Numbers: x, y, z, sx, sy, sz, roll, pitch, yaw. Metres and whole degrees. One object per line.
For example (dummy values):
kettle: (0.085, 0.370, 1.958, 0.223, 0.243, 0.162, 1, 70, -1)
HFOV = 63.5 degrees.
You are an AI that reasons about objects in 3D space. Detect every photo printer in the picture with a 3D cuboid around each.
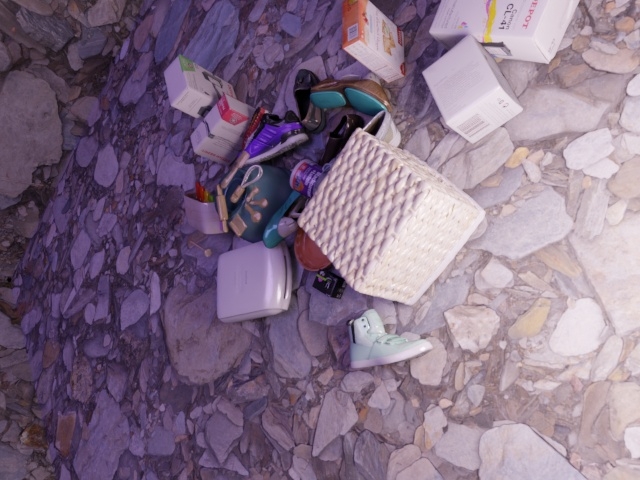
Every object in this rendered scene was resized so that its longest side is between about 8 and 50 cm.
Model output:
photo printer: (-0.220, 0.136, 1.742, 0.307, 0.107, 0.256, -16, 68, 39)

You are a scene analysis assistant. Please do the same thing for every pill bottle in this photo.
pill bottle: (0.009, -0.165, 1.595, 0.193, 0.108, 0.108, 31, 101, 24)

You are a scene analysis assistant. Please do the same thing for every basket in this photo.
basket: (0.166, -0.057, 1.337, 0.331, 0.266, 0.328, -56, 50, 18)

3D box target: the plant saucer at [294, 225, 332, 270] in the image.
plant saucer: (0.000, 0.000, 1.627, 0.200, 0.037, 0.200, -13, 69, 39)

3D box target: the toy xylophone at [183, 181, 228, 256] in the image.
toy xylophone: (-0.446, -0.081, 1.975, 0.322, 0.081, 0.236, 33, 128, 52)

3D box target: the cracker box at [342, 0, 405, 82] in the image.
cracker box: (0.158, -0.584, 1.505, 0.067, 0.232, 0.156, -12, 71, 39)

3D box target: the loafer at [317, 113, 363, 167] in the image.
loafer: (0.046, -0.310, 1.639, 0.080, 0.078, 0.220, 40, 106, 41)

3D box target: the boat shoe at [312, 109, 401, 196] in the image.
boat shoe: (0.094, -0.237, 1.477, 0.320, 0.103, 0.118, -41, 41, -7)

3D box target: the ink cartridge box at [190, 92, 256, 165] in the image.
ink cartridge box: (-0.357, -0.416, 1.971, 0.237, 0.172, 0.100, -41, 53, 27)

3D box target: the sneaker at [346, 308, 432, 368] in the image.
sneaker: (0.168, 0.249, 1.361, 0.256, 0.094, 0.151, -21, 71, 40)

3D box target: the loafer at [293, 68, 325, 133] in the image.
loafer: (-0.048, -0.493, 1.770, 0.096, 0.084, 0.267, -31, 60, 33)

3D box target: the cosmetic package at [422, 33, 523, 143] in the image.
cosmetic package: (0.380, -0.377, 1.302, 0.151, 0.151, 0.184, -33, 59, 31)

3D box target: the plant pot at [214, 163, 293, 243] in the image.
plant pot: (-0.236, -0.137, 1.771, 0.293, 0.196, 0.293, -14, 69, 40)

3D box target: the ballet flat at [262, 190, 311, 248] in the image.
ballet flat: (-0.095, -0.078, 1.655, 0.087, 0.083, 0.247, 9, 58, 43)

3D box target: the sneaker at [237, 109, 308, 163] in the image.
sneaker: (-0.182, -0.369, 1.817, 0.293, 0.102, 0.146, -18, 95, 30)

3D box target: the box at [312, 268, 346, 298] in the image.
box: (0.028, 0.130, 1.556, 0.083, 0.052, 0.062, 26, 96, 42)

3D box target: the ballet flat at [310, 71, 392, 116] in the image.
ballet flat: (0.110, -0.468, 1.618, 0.342, 0.116, 0.124, 20, 67, 48)

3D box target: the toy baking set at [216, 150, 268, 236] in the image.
toy baking set: (-0.252, -0.142, 1.638, 0.197, 0.030, 0.256, -21, 75, 25)

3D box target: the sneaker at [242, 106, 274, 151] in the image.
sneaker: (-0.228, -0.379, 1.905, 0.225, 0.092, 0.088, -53, 29, 41)

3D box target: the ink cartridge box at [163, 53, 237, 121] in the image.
ink cartridge box: (-0.461, -0.574, 2.042, 0.115, 0.273, 0.198, -37, 57, 27)

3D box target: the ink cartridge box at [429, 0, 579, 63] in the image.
ink cartridge box: (0.462, -0.591, 1.301, 0.306, 0.131, 0.226, 27, 97, 44)
